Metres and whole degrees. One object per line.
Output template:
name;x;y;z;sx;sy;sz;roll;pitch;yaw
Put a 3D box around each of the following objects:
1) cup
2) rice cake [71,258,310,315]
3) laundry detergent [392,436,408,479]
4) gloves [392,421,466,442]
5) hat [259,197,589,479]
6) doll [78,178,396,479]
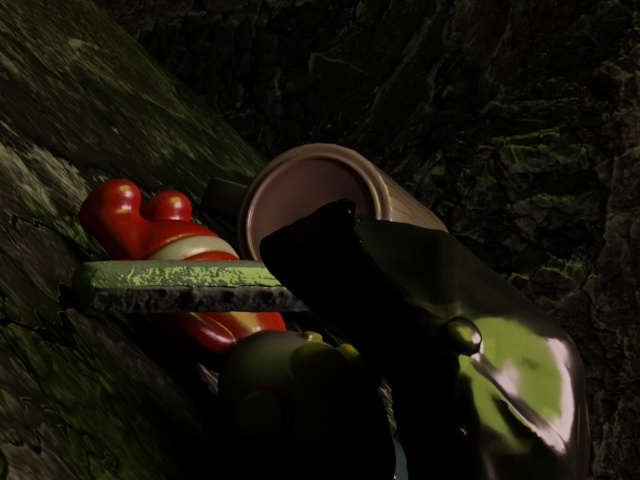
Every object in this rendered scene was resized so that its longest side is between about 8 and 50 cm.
cup;0.014;-0.012;2.044;0.288;0.208;0.273;50;6;23
rice cake;-0.073;0.032;1.157;0.207;0.033;0.033;0;46;-25
laundry detergent;0.010;0.161;1.379;0.206;0.061;0.097;44;13;-25
gloves;0.133;0.223;1.645;0.241;0.126;0.145;44;29;-68
hat;0.125;0.141;1.073;0.381;0.257;0.366;10;54;-45
doll;-0.048;0.081;1.227;0.336;0.105;0.200;48;15;24
